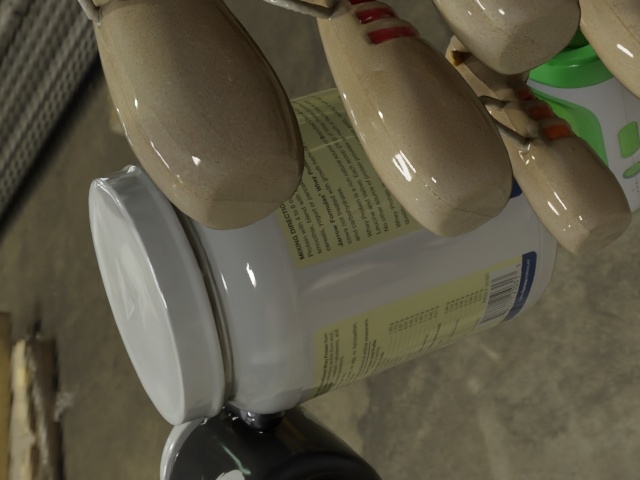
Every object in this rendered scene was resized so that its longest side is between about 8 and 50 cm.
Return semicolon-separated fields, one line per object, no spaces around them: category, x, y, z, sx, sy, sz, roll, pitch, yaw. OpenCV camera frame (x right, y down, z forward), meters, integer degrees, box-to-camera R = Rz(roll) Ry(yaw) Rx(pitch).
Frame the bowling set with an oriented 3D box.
bowling set;0.064;-0.110;0.396;0.200;0.287;0.154;-44;60;29

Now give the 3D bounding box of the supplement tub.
supplement tub;0.000;0.000;0.874;0.235;0.324;0.235;49;149;44

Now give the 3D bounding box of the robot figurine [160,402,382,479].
robot figurine;-0.040;0.240;0.990;0.278;0.173;0.209;28;96;60

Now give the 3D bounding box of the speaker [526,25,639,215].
speaker;0.245;-0.125;0.971;0.131;0.296;0.131;-8;65;17
